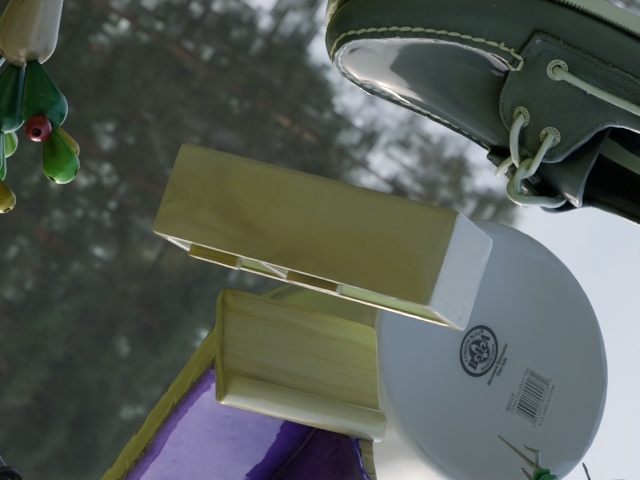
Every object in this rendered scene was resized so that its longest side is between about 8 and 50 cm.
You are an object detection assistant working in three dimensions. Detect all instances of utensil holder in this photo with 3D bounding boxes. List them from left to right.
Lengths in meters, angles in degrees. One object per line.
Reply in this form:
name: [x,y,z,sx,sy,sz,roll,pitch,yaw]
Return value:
utensil holder: [0.089,0.165,2.231,0.385,0.327,0.328,-28,-144,57]

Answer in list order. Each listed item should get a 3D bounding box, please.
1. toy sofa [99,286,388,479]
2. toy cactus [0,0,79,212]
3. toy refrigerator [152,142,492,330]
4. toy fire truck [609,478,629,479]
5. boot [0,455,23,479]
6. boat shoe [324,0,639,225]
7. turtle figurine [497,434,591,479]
toy sofa: [-0.090,0.220,1.717,0.362,0.150,0.177,-52,-151,43]
toy cactus: [-0.261,-0.131,1.601,0.219,0.112,0.181,39,-66,50]
toy refrigerator: [0.000,0.000,1.706,0.269,0.102,0.094,16,-98,24]
toy fire truck: [0.095,0.251,1.012,0.302,0.169,0.254,-39,-150,52]
boot: [-0.179,0.155,1.101,0.377,0.284,0.138,-25,-168,49]
boat shoe: [0.143,-0.064,1.086,0.116,0.319,0.099,89,21,-62]
turtle figurine: [0.245,0.305,1.946,0.118,0.175,0.234,-46,-123,11]
